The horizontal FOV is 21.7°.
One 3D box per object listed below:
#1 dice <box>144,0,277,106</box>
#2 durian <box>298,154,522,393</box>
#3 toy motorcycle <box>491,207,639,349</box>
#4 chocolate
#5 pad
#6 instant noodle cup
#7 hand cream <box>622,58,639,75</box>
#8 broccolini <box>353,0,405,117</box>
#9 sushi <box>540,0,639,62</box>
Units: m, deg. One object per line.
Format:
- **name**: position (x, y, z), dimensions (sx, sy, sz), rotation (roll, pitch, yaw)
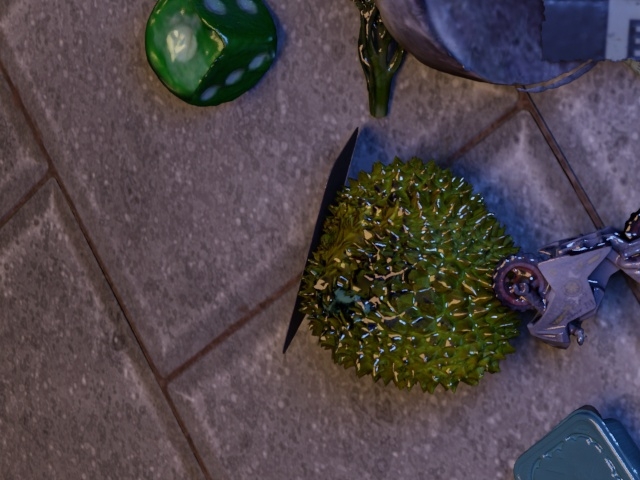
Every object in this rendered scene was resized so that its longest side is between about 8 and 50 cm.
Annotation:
- **dice**: position (-0.139, -0.257, 2.137), dimensions (0.131, 0.120, 0.128), rotation (53, 132, 22)
- **durian**: position (0.098, 0.052, 1.926), dimensions (0.291, 0.225, 0.291), rotation (15, 111, 44)
- **toy motorcycle**: position (0.296, 0.045, 1.797), dimensions (0.215, 0.080, 0.122), rotation (-20, 104, 12)
- **chocolate**: position (0.157, -0.305, 1.720), dimensions (0.213, 0.303, 0.303), rotation (14, 111, 57)
- **pad**: position (0.000, 0.000, 2.052), dimensions (0.002, 0.176, 0.266), rotation (18, 117, 6)
- **instant noodle cup**: position (0.318, 0.286, 1.892), dimensions (0.179, 0.070, 0.157), rotation (57, 133, 15)
- **hand cream**: position (0.371, -0.172, 1.735), dimensions (0.205, 0.050, 0.078), rotation (43, 127, 22)
- **broccolini**: position (0.070, -0.240, 1.985), dimensions (0.091, 0.068, 0.202), rotation (8, 109, 22)
- **sushi**: position (0.363, -0.367, 1.642), dimensions (0.296, 0.100, 0.373), rotation (-1, 107, 4)
